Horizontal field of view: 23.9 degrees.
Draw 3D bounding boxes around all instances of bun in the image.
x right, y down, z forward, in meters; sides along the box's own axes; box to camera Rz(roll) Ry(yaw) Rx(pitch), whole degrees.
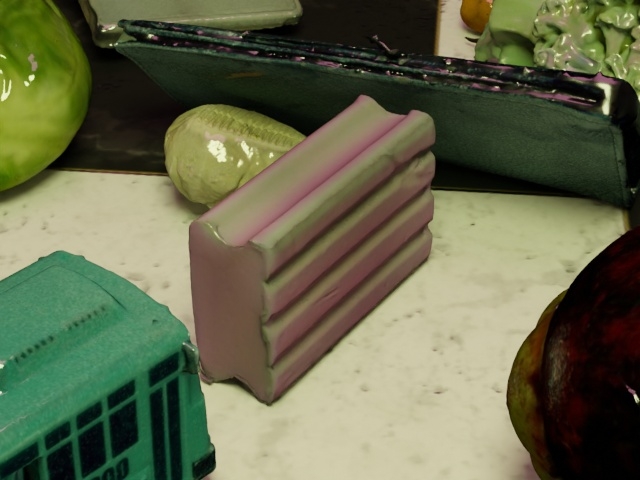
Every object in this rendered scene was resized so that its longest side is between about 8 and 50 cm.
[{"bbox_3d":[-0.061,-0.054,1.111,0.115,0.069,0.115,16,20,-6],"label":"bun"}]

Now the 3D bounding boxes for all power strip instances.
[{"bbox_3d":[-0.137,-0.241,1.396,0.198,0.064,0.213,-9,48,-16],"label":"power strip"}]

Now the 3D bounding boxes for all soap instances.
[{"bbox_3d":[0.000,0.000,0.982,0.066,0.122,0.203,19,37,27],"label":"soap"}]

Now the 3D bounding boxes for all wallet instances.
[{"bbox_3d":[0.049,-0.101,1.109,0.379,0.191,0.046,12,79,19],"label":"wallet"}]

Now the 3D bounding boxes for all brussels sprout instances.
[{"bbox_3d":[-0.279,-0.119,1.139,0.223,0.161,0.223,7,53,-9],"label":"brussels sprout"}]

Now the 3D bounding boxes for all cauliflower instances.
[{"bbox_3d":[0.227,-0.181,1.219,0.315,0.239,0.256,4,70,39],"label":"cauliflower"}]

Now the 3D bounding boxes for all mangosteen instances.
[{"bbox_3d":[0.200,0.080,0.800,0.210,0.209,0.210,0,34,0],"label":"mangosteen"}]

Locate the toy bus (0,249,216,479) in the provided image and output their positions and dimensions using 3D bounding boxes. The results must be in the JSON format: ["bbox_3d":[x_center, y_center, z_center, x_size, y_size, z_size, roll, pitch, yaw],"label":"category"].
[{"bbox_3d":[-0.181,0.115,0.788,0.128,0.147,0.256,28,43,32],"label":"toy bus"}]

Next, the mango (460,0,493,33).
[{"bbox_3d":[0.170,-0.208,1.365,0.089,0.046,0.060,7,29,-9],"label":"mango"}]
